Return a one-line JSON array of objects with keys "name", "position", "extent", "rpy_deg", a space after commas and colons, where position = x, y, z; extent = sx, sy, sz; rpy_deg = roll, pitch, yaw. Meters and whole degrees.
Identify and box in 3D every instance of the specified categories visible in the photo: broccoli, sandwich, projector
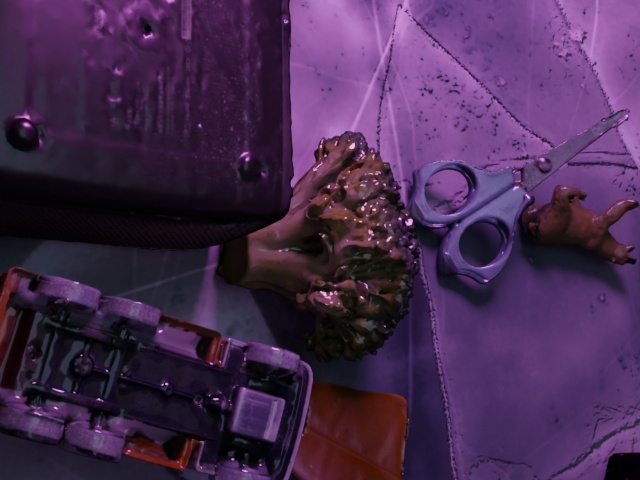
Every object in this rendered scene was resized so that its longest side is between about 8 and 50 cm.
[{"name": "broccoli", "position": [0.000, 0.000, 1.590], "extent": [0.245, 0.288, 0.248], "rpy_deg": [-1, 118, -17]}, {"name": "sandwich", "position": [0.001, 0.291, 1.576], "extent": [0.186, 0.108, 0.220], "rpy_deg": [12, 76, -29]}, {"name": "projector", "position": [-0.241, -0.203, 1.453], "extent": [0.405, 0.242, 0.395], "rpy_deg": [6, 75, -32]}]

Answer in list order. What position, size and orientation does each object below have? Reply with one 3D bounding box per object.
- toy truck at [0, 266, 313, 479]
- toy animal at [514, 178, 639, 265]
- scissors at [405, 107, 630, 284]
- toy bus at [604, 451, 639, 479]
[{"name": "toy truck", "position": [-0.215, 0.159, 1.414], "extent": [0.387, 0.207, 0.173], "rpy_deg": [21, 77, -31]}, {"name": "toy animal", "position": [0.382, -0.025, 1.898], "extent": [0.218, 0.103, 0.101], "rpy_deg": [9, 90, -31]}, {"name": "scissors", "position": [0.292, -0.089, 1.799], "extent": [0.360, 0.029, 0.191], "rpy_deg": [-32, 97, -5]}, {"name": "toy bus", "position": [0.432, 0.507, 1.804], "extent": [0.092, 0.093, 0.409], "rpy_deg": [25, 68, -33]}]
